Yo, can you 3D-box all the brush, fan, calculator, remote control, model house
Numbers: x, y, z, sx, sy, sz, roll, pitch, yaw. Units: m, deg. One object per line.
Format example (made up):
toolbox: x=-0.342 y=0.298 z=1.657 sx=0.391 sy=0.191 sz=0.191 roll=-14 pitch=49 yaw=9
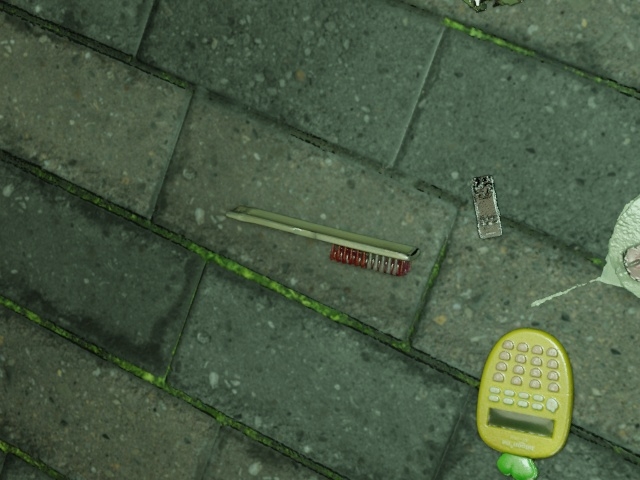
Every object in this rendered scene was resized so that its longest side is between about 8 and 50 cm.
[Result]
brush: x=0.000 y=0.000 z=2.036 sx=0.321 sy=0.060 sz=0.050 roll=15 pitch=110 yaw=21
fan: x=0.450 y=0.039 z=1.879 sx=0.310 sy=0.010 sz=0.182 roll=-27 pitch=84 yaw=21
calculator: x=0.313 y=0.251 z=1.941 sx=0.146 sy=0.032 sz=0.235 roll=9 pitch=96 yaw=22
remote control: x=0.255 y=-0.052 z=1.949 sx=0.039 sy=0.014 sz=0.096 roll=-10 pitch=89 yaw=23
model house: x=0.260 y=-0.383 z=1.905 sx=0.083 sy=0.057 sz=0.058 roll=-10 pitch=63 yaw=41
